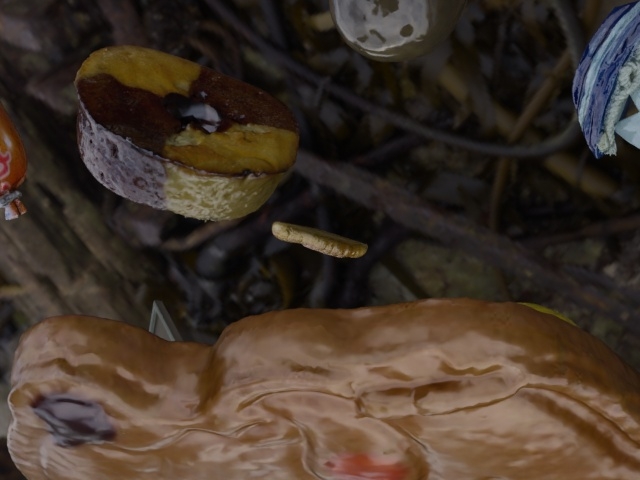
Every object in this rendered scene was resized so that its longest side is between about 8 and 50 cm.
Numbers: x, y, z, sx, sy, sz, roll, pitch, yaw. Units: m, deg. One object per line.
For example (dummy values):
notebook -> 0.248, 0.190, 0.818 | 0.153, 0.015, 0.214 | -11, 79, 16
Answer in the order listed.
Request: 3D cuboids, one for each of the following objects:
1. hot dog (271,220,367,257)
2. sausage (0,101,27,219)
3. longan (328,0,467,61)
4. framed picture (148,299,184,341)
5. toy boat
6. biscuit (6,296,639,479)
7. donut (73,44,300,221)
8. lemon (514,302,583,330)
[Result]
hot dog -> 0.000, 0.001, 1.491 | 0.137, 0.028, 0.044 | 16, 178, -35
sausage -> -0.362, -0.154, 1.088 | 0.312, 0.093, 0.093 | 59, 149, -5
longan -> 0.100, -0.328, 1.517 | 0.159, 0.185, 0.204 | -121, 19, -51
framed picture -> -0.224, 0.209, 1.681 | 0.250, 0.016, 0.184 | -139, 58, -67
toy boat -> 0.445, -0.193, 1.453 | 0.292, 0.070, 0.210 | 10, 104, 39
biscuit -> 0.025, 0.142, 0.768 | 0.455, 0.078, 0.349 | -4, 153, 15
donut -> -0.111, -0.083, 0.949 | 0.184, 0.166, 0.073 | 12, 124, -14
lemon -> 0.245, 0.164, 1.419 | 0.193, 0.181, 0.180 | -114, 9, -47
